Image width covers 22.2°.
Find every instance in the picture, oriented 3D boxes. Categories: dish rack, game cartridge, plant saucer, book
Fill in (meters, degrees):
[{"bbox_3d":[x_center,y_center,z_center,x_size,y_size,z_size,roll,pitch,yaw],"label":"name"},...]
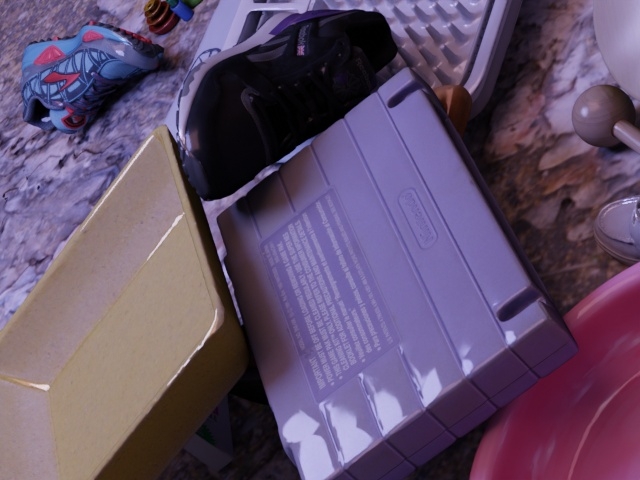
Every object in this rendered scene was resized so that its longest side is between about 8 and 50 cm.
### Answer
[{"bbox_3d":[0.061,-0.222,1.608,0.333,0.072,0.285,1,63,39],"label":"dish rack"},{"bbox_3d":[0.043,0.033,1.281,0.230,0.068,0.355,-41,36,15],"label":"game cartridge"},{"bbox_3d":[-0.180,0.110,1.426,0.333,0.081,0.333,-51,31,18],"label":"plant saucer"},{"bbox_3d":[0.249,0.152,1.064,0.332,0.084,0.332,-29,39,27],"label":"plant saucer"},{"bbox_3d":[-0.128,0.135,1.505,0.035,0.096,0.144,-37,36,19],"label":"book"}]

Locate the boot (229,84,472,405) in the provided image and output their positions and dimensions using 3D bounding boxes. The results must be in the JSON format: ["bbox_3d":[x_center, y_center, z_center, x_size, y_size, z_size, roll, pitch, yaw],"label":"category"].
[{"bbox_3d":[0.000,0.000,1.437,0.264,0.096,0.280,-12,62,42],"label":"boot"}]

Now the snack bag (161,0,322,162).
[{"bbox_3d":[-0.037,-0.216,1.800,0.323,0.037,0.342,0,60,50],"label":"snack bag"}]

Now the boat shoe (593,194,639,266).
[{"bbox_3d":[0.267,-0.011,1.219,0.066,0.063,0.184,-56,34,-9],"label":"boat shoe"}]

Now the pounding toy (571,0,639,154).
[{"bbox_3d":[0.315,-0.166,1.307,0.183,0.110,0.237,34,114,46],"label":"pounding toy"}]

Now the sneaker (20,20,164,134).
[{"bbox_3d":[-0.287,-0.191,2.035,0.262,0.104,0.125,-7,69,51],"label":"sneaker"}]

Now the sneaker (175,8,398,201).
[{"bbox_3d":[-0.023,-0.136,1.431,0.124,0.107,0.283,-7,30,30],"label":"sneaker"}]

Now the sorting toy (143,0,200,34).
[{"bbox_3d":[-0.185,-0.303,2.050,0.102,0.042,0.061,-45,34,7],"label":"sorting toy"}]
